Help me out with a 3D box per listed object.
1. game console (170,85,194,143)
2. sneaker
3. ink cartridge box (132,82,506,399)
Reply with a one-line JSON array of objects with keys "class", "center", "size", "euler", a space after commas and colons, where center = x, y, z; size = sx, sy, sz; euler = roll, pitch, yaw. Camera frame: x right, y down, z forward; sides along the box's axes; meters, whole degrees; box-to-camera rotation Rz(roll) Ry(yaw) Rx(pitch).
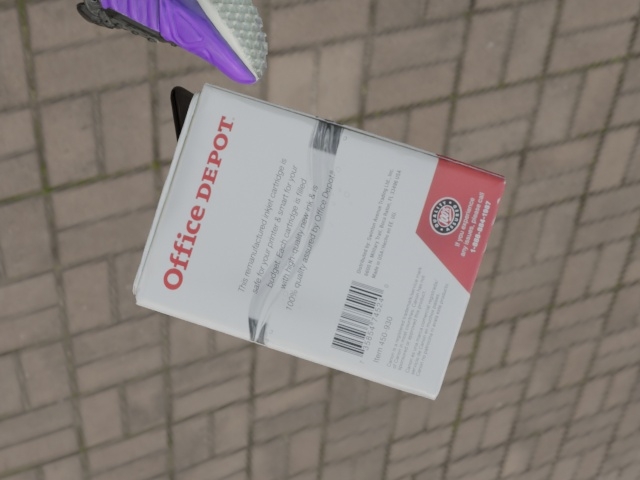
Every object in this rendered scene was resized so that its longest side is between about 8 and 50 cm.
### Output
[{"class": "game console", "center": [-0.023, -0.032, 0.704], "size": [0.122, 0.107, 0.071], "euler": [26, 79, -54]}, {"class": "sneaker", "center": [-0.189, -0.273, 1.360], "size": [0.146, 0.102, 0.293], "euler": [-32, 115, 27]}, {"class": "ink cartridge box", "center": [0.000, 0.000, 0.529], "size": [0.056, 0.135, 0.099], "euler": [10, 98, -87]}]
